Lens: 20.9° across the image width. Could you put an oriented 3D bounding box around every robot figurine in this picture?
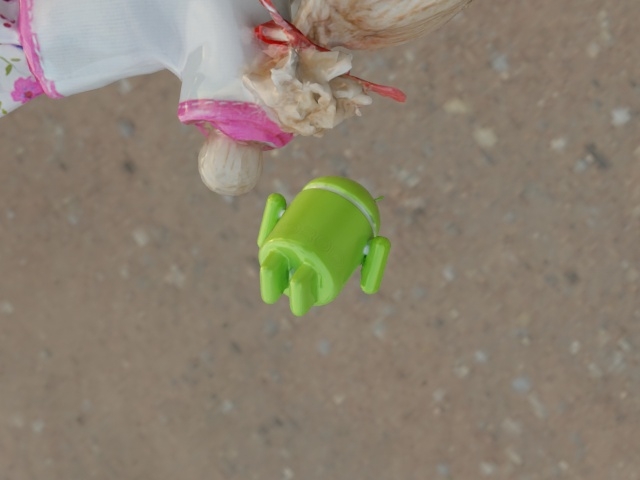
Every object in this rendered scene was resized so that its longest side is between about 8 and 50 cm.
[{"bbox_3d":[0.000,0.000,1.251,0.101,0.115,0.067,21,144,20],"label":"robot figurine"}]

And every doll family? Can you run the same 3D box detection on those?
[{"bbox_3d":[-0.020,-0.145,0.363,0.163,0.263,0.118,-3,147,15],"label":"doll family"}]
